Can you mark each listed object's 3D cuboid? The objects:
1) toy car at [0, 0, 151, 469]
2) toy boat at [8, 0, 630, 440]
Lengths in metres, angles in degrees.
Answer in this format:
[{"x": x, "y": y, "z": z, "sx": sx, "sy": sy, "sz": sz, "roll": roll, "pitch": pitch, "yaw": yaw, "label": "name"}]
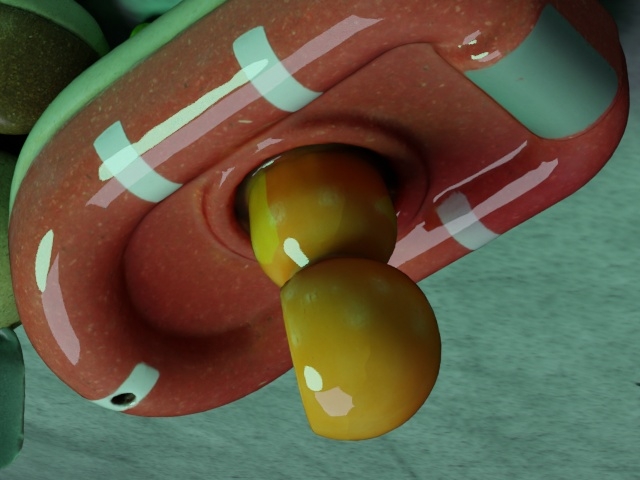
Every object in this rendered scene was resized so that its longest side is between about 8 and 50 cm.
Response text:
[{"x": -0.148, "y": -0.003, "z": 0.650, "sx": 0.155, "sy": 0.188, "sz": 0.149, "roll": 15, "pitch": 159, "yaw": -4, "label": "toy car"}, {"x": 0.000, "y": 0.000, "z": 0.538, "sx": 0.231, "sy": 0.151, "sz": 0.151, "roll": -32, "pitch": 138, "yaw": 26, "label": "toy boat"}]
